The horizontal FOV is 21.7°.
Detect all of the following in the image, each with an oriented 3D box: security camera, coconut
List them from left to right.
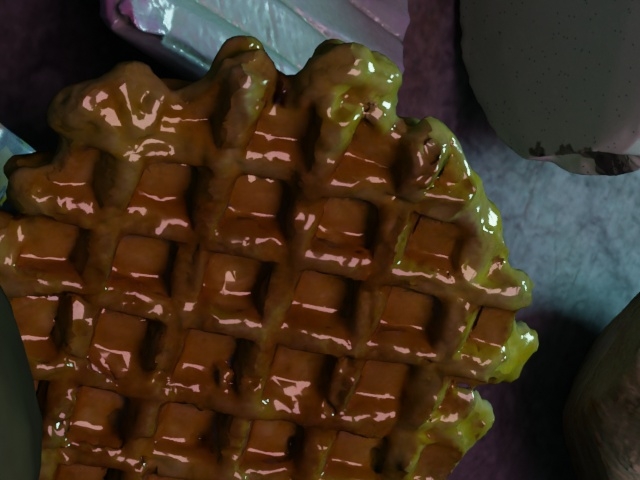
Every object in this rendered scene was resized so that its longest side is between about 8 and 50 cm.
[{"bbox_3d":[0.228,-0.141,1.050,0.236,0.194,0.195,-9,105,-38],"label":"security camera"},{"bbox_3d":[0.278,0.141,1.121,0.197,0.236,0.237,-59,135,-55],"label":"coconut"}]

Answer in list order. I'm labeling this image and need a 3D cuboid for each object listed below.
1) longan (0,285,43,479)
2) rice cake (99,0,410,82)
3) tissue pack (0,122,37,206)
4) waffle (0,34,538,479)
[{"bbox_3d":[-0.283,0.115,0.593,0.404,0.404,0.436,-18,103,-33],"label":"longan"},{"bbox_3d":[-0.031,-0.143,0.904,0.198,0.037,0.189,26,58,-36],"label":"rice cake"},{"bbox_3d":[-0.194,-0.044,0.847,0.083,0.035,0.063,41,75,-36],"label":"tissue pack"},{"bbox_3d":[-0.047,0.042,0.866,0.302,0.068,0.325,-27,121,12],"label":"waffle"}]
